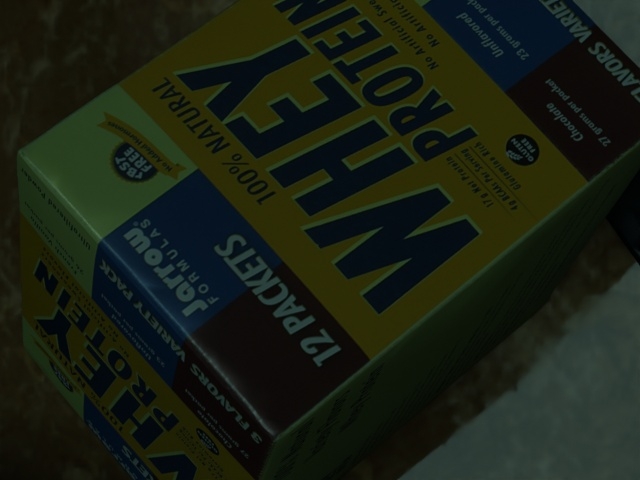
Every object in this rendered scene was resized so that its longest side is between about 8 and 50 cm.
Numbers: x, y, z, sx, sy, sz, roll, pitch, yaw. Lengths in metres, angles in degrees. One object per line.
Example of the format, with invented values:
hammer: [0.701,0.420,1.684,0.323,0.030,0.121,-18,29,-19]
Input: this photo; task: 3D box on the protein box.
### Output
protein box: [0.000,0.000,0.692,0.201,0.200,0.136,-38,77,-22]

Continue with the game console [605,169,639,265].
game console: [0.195,-0.028,0.739,0.144,0.085,0.124,-36,79,10]
